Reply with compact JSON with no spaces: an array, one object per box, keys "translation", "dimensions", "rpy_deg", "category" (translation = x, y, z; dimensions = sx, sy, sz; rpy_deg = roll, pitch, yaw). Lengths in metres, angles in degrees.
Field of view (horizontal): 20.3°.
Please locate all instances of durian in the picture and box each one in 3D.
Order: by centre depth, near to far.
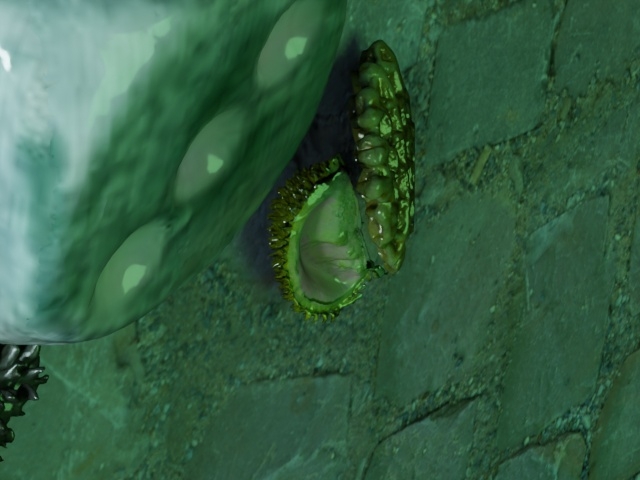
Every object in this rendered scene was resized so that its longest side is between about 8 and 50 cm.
[{"translation":[-0.008,-0.002,1.926],"dimensions":[0.137,0.095,0.221],"rpy_deg":[-37,137,-13],"category":"durian"}]

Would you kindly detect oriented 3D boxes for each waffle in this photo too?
[{"translation":[0.074,-0.096,1.932],"dimensions":[0.204,0.054,0.223],"rpy_deg":[67,22,-53],"category":"waffle"}]

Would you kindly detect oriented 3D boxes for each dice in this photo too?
[{"translation":[-0.204,-0.145,1.303],"dimensions":[0.328,0.330,0.348],"rpy_deg":[-37,157,-42],"category":"dice"}]

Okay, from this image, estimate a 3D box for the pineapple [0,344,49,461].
[{"translation":[-0.335,0.181,1.571],"dimensions":[0.279,0.157,0.158],"rpy_deg":[-58,147,-34],"category":"pineapple"}]
